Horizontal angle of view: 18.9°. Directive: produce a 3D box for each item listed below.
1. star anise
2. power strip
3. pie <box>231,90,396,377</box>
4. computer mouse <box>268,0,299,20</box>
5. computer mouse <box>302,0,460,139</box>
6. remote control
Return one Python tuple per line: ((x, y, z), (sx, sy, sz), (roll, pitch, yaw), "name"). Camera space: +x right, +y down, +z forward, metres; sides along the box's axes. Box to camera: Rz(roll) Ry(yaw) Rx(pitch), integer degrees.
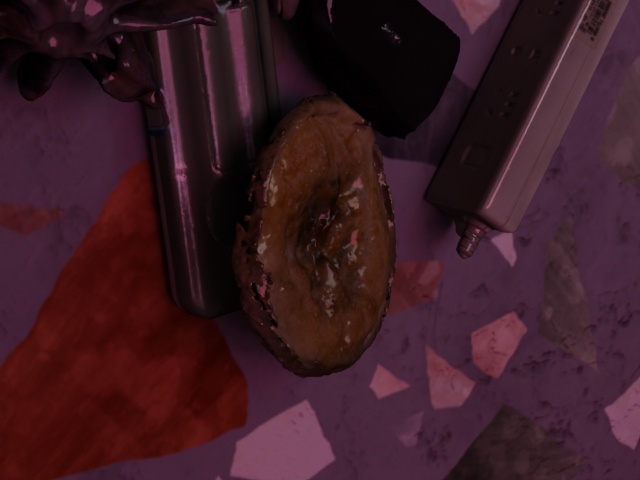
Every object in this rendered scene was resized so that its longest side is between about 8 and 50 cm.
((-0.223, -0.218, 1.503), (0.316, 0.139, 0.359), (-29, 144, 7), "star anise")
((0.203, -0.137, 1.888), (0.058, 0.098, 0.338), (31, 82, -36), "power strip")
((0.000, 0.000, 1.738), (0.274, 0.055, 0.274), (-10, 101, -63), "pie")
((-0.031, -0.247, 1.714), (0.039, 0.066, 0.096), (16, 93, -10), "computer mouse")
((0.046, -0.189, 1.775), (0.217, 0.073, 0.122), (43, 71, -41), "computer mouse")
((-0.087, -0.099, 1.705), (0.128, 0.065, 0.335), (-20, 112, -34), "remote control")
